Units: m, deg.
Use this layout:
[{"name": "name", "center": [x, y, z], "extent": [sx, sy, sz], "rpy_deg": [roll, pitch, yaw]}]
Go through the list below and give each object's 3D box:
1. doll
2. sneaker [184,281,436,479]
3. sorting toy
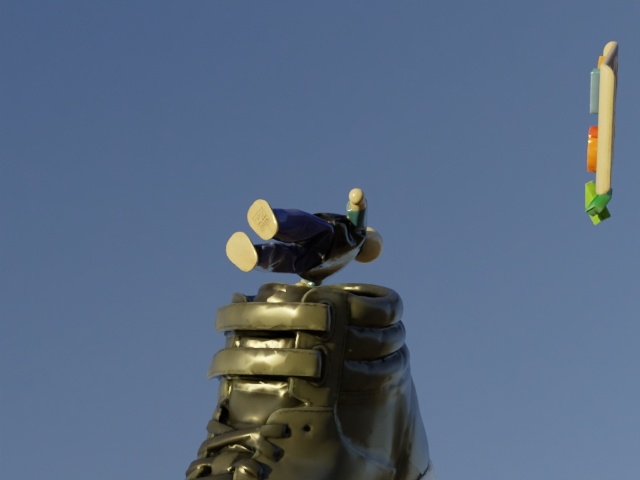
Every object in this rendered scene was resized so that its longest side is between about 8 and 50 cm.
[{"name": "doll", "center": [0.000, 0.000, 1.501], "extent": [0.189, 0.046, 0.129], "rpy_deg": [8, -58, -52]}, {"name": "sneaker", "center": [-0.041, 0.105, 0.783], "extent": [0.105, 0.146, 0.296], "rpy_deg": [-2, 14, 32]}, {"name": "sorting toy", "center": [0.124, -0.042, 0.699], "extent": [0.012, 0.062, 0.083], "rpy_deg": [3, -72, 11]}]
